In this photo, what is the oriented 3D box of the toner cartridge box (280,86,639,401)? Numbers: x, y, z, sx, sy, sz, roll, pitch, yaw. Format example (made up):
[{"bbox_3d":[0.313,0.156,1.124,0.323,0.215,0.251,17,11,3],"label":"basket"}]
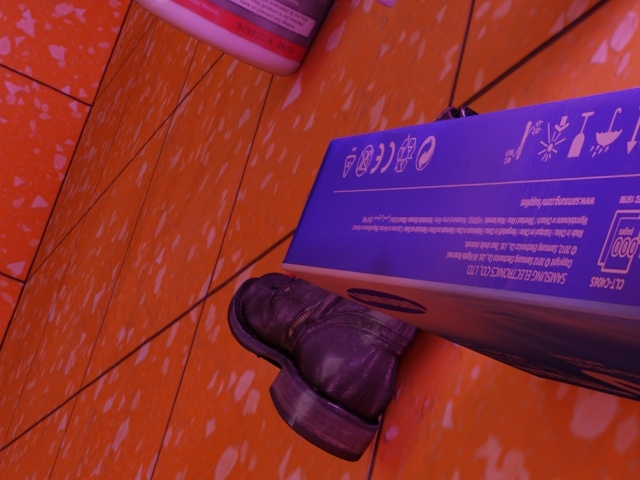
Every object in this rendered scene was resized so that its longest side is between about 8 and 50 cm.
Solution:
[{"bbox_3d":[0.119,0.015,0.473,0.075,0.165,0.348,-68,18,-6],"label":"toner cartridge box"}]

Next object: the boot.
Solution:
[{"bbox_3d":[0.045,0.010,0.837,0.229,0.091,0.263,-58,23,8],"label":"boot"}]

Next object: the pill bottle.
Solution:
[{"bbox_3d":[-0.041,-0.381,1.326,0.363,0.210,0.210,-62,19,11],"label":"pill bottle"}]

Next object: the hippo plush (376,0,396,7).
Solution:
[{"bbox_3d":[0.146,-0.286,0.797,0.294,0.234,0.236,-52,-3,25],"label":"hippo plush"}]

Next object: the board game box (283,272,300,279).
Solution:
[{"bbox_3d":[0.000,0.000,1.023,0.168,0.033,0.133,-59,20,19],"label":"board game box"}]
